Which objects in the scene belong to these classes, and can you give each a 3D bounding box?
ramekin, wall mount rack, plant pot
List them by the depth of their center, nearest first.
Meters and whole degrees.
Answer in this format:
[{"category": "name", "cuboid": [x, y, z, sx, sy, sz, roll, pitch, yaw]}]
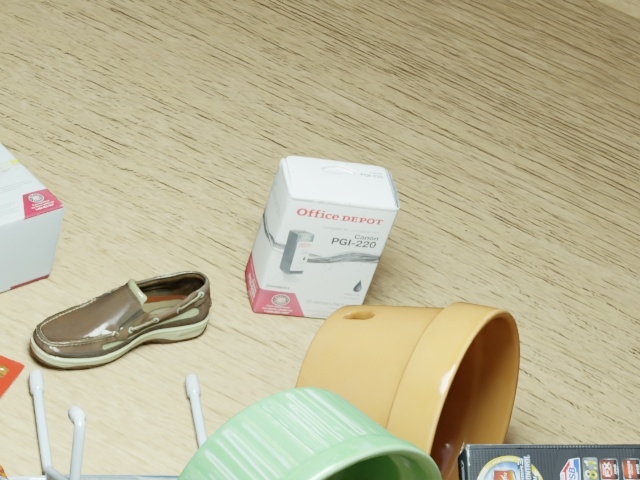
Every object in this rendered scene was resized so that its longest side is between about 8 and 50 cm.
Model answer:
[{"category": "ramekin", "cuboid": [-0.027, 0.307, 1.787, 0.303, 0.303, 0.148, -15, 40, -37]}, {"category": "wall mount rack", "cuboid": [-0.217, 0.233, 1.944, 0.350, 0.130, 0.304, 4, 0, -19]}, {"category": "plant pot", "cuboid": [0.097, 0.200, 2.011, 0.203, 0.291, 0.291, 15, 33, 23]}]

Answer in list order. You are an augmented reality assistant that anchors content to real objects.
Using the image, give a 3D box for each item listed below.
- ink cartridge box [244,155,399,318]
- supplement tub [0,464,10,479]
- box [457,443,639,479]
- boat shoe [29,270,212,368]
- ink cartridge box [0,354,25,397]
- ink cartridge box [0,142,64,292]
[{"category": "ink cartridge box", "cuboid": [0.000, 0.000, 2.251, 0.159, 0.218, 0.092, 6, 38, -16]}, {"category": "supplement tub", "cuboid": [-0.356, 0.327, 1.726, 0.117, 0.117, 0.190, -2, 43, -26]}, {"category": "box", "cuboid": [0.273, 0.369, 1.873, 0.216, 0.060, 0.270, 2, 69, -7]}, {"category": "boat shoe", "cuboid": [-0.256, 0.089, 2.129, 0.257, 0.095, 0.095, -15, 48, -37]}, {"category": "ink cartridge box", "cuboid": [-0.483, 0.166, 1.967, 0.189, 0.066, 0.232, 22, 41, 5]}, {"category": "ink cartridge box", "cuboid": [-0.448, -0.033, 2.175, 0.128, 0.127, 0.176, -21, 52, -40]}]
